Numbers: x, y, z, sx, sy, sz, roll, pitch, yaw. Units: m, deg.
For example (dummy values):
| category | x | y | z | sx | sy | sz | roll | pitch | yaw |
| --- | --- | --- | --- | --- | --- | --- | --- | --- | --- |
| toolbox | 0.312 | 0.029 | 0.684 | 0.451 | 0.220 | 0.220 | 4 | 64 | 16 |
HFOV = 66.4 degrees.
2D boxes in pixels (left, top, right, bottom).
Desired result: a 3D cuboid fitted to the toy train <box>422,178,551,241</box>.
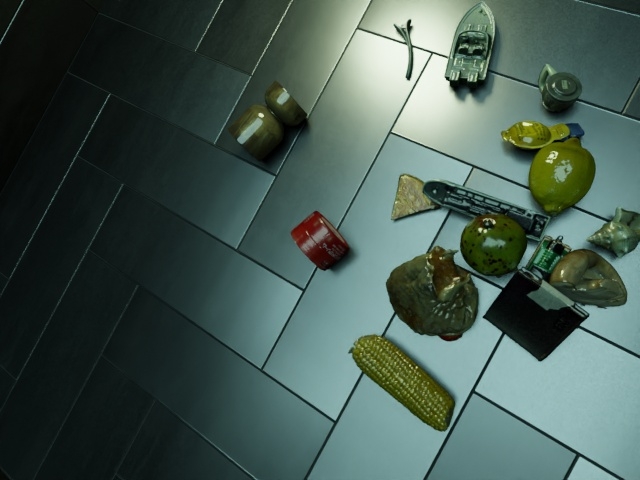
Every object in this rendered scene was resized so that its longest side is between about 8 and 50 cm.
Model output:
| category | x | y | z | sx | sy | sz | roll | pitch | yaw |
| --- | --- | --- | --- | --- | --- | --- | --- | --- | --- |
| toy train | 0.533 | -0.114 | 1.602 | 0.407 | 0.088 | 0.086 | 24 | 108 | 22 |

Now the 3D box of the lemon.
| category | x | y | z | sx | sy | sz | roll | pitch | yaw |
| --- | --- | --- | --- | --- | --- | --- | --- | --- | --- |
| lemon | 0.735 | -0.194 | 1.502 | 0.184 | 0.184 | 0.248 | 18 | 89 | 22 |

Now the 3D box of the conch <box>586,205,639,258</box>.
| category | x | y | z | sx | sy | sz | roll | pitch | yaw |
| --- | --- | --- | --- | --- | --- | --- | --- | --- | --- |
| conch | 0.893 | -0.027 | 1.459 | 0.234 | 0.114 | 0.137 | -24 | 80 | -23 |

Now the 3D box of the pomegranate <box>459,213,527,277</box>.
| category | x | y | z | sx | sy | sz | roll | pitch | yaw |
| --- | --- | --- | --- | --- | --- | --- | --- | --- | --- |
| pomegranate | 0.545 | 0.020 | 1.495 | 0.198 | 0.246 | 0.198 | -43 | 36 | 43 |

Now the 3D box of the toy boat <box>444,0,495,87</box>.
| category | x | y | z | sx | sy | sz | roll | pitch | yaw |
| --- | --- | --- | --- | --- | --- | --- | --- | --- | --- |
| toy boat | 0.533 | -0.692 | 1.716 | 0.141 | 0.092 | 0.319 | 12 | 83 | 19 |

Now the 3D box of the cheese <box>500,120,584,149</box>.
| category | x | y | z | sx | sy | sz | roll | pitch | yaw |
| --- | --- | --- | --- | --- | --- | --- | --- | --- | --- |
| cheese | 0.717 | -0.345 | 1.586 | 0.250 | 0.064 | 0.156 | -4 | 44 | 10 |

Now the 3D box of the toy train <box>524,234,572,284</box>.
| category | x | y | z | sx | sy | sz | roll | pitch | yaw |
| --- | --- | --- | --- | --- | --- | --- | --- | --- | --- |
| toy train | 0.680 | 0.080 | 1.490 | 0.091 | 0.136 | 0.227 | 32 | 93 | 22 |

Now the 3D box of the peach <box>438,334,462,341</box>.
| category | x | y | z | sx | sy | sz | roll | pitch | yaw |
| --- | --- | --- | --- | --- | --- | --- | --- | --- | --- |
| peach | 0.419 | 0.289 | 1.589 | 0.083 | 0.050 | 0.077 | -2 | 78 | 23 |

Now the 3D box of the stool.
| category | x | y | z | sx | sy | sz | roll | pitch | yaw |
| --- | --- | --- | --- | --- | --- | --- | --- | --- | --- |
| stool | -0.204 | -0.457 | 1.887 | 0.264 | 0.179 | 0.179 | -42 | 69 | 8 |

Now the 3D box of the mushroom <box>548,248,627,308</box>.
| category | x | y | z | sx | sy | sz | roll | pitch | yaw |
| --- | --- | --- | --- | --- | --- | --- | --- | --- | --- |
| mushroom | 0.770 | 0.097 | 1.415 | 0.156 | 0.286 | 0.151 | -23 | 54 | 57 |

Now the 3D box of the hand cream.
| category | x | y | z | sx | sy | sz | roll | pitch | yaw |
| --- | --- | --- | --- | --- | --- | --- | --- | --- | --- |
| hand cream | 0.000 | 0.000 | 1.719 | 0.125 | 0.193 | 0.193 | -43 | 69 | 9 |

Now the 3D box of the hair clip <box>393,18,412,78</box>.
| category | x | y | z | sx | sy | sz | roll | pitch | yaw |
| --- | --- | --- | --- | --- | --- | --- | --- | --- | --- |
| hair clip | 0.322 | -0.715 | 1.826 | 0.070 | 0.039 | 0.229 | -10 | 77 | 16 |

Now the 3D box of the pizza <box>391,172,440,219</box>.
| category | x | y | z | sx | sy | sz | roll | pitch | yaw |
| --- | --- | --- | --- | --- | --- | --- | --- | --- | --- |
| pizza | 0.319 | -0.130 | 1.713 | 0.185 | 0.036 | 0.176 | 34 | 94 | 20 |

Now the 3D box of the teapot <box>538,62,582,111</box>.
| category | x | y | z | sx | sy | sz | roll | pitch | yaw |
| --- | --- | --- | --- | --- | --- | --- | --- | --- | --- |
| teapot | 0.755 | -0.481 | 1.585 | 0.149 | 0.108 | 0.111 | 38 | 75 | 14 |

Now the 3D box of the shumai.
| category | x | y | z | sx | sy | sz | roll | pitch | yaw |
| --- | --- | --- | --- | --- | --- | --- | --- | --- | --- |
| shumai | 0.325 | 0.141 | 1.522 | 0.314 | 0.262 | 0.267 | 20 | 73 | 32 |

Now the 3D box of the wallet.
| category | x | y | z | sx | sy | sz | roll | pitch | yaw |
| --- | --- | --- | --- | --- | --- | --- | --- | --- | --- |
| wallet | 0.620 | 0.223 | 1.438 | 0.071 | 0.262 | 0.221 | -32 | 63 | -33 |

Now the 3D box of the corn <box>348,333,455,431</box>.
| category | x | y | z | sx | sy | sz | roll | pitch | yaw |
| --- | --- | --- | --- | --- | --- | --- | --- | --- | --- |
| corn | 0.265 | 0.442 | 1.567 | 0.387 | 0.144 | 0.144 | 35 | 92 | 19 |
